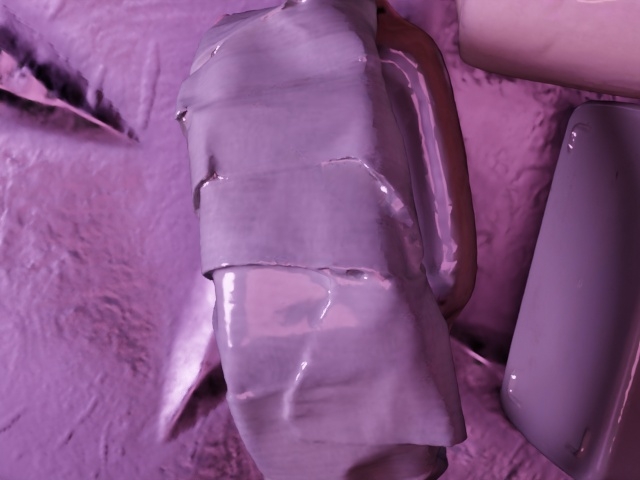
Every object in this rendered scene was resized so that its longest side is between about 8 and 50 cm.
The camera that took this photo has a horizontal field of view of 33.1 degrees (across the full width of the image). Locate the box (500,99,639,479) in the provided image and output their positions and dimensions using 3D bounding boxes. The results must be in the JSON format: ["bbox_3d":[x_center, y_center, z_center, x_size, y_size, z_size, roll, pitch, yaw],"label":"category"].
[{"bbox_3d":[0.190,0.031,0.573,0.129,0.148,0.210,9,100,-17],"label":"box"}]

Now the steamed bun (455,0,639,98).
[{"bbox_3d":[0.160,-0.199,0.543,0.200,0.155,0.250,8,101,6],"label":"steamed bun"}]

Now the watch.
[{"bbox_3d":[0.000,0.000,0.541,0.162,0.241,0.253,-12,97,8],"label":"watch"}]
